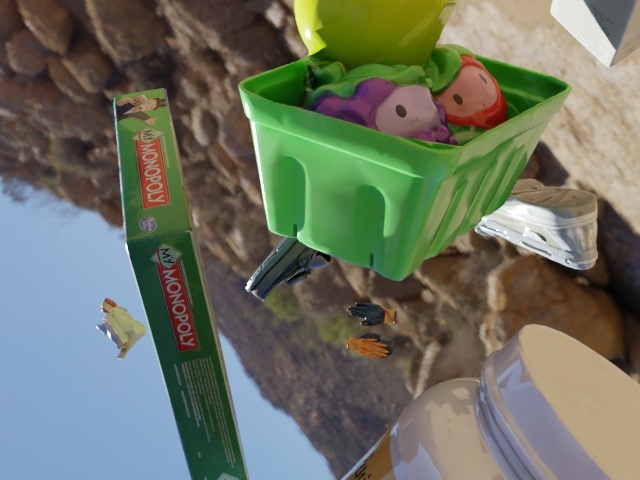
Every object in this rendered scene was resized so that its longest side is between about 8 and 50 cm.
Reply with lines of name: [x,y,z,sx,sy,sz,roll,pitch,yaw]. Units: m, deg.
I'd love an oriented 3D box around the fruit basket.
fruit basket: [0.092,-0.192,1.055,0.283,0.392,0.392,22,169,25]

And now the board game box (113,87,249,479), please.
board game box: [-0.107,0.066,0.793,0.213,0.046,0.317,-110,10,-54]

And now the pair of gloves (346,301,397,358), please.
pair of gloves: [0.072,0.129,1.409,0.010,0.074,0.083,-35,-50,-62]

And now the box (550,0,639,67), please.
box: [0.332,-0.316,1.044,0.113,0.094,0.275,51,167,20]

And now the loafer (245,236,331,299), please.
loafer: [0.000,0.000,1.398,0.084,0.267,0.096,41,-159,-3]

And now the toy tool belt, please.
toy tool belt: [-0.271,0.116,1.289,0.083,0.051,0.052,34,-179,35]

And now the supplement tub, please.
supplement tub: [0.090,0.228,0.592,0.228,0.316,0.228,35,-162,-13]

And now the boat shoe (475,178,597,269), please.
boat shoe: [0.311,-0.029,1.496,0.320,0.118,0.103,-162,58,-67]
